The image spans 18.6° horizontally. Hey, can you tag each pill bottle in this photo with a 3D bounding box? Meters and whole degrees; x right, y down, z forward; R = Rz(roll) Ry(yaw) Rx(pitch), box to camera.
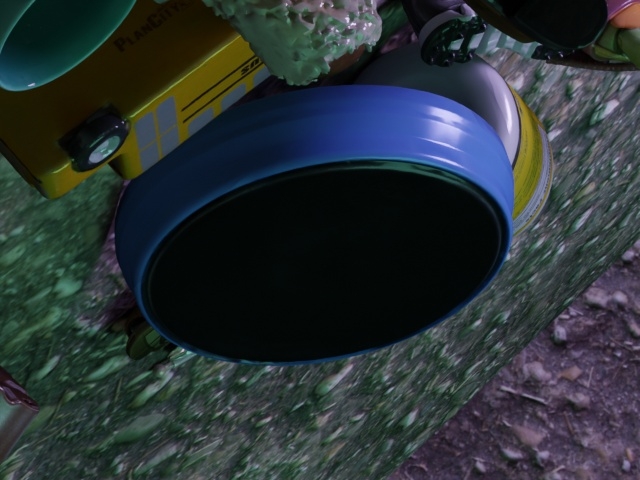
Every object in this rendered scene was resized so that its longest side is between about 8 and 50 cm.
[{"bbox_3d":[0.148,-0.090,2.108,0.188,0.188,0.334,-44,163,6],"label":"pill bottle"}]

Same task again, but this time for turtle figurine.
[{"bbox_3d":[0.362,-0.260,2.044,0.275,0.266,0.198,-43,157,5],"label":"turtle figurine"}]

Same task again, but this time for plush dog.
[{"bbox_3d":[-0.018,-0.275,1.377,0.225,0.210,0.262,-56,167,-27],"label":"plush dog"}]

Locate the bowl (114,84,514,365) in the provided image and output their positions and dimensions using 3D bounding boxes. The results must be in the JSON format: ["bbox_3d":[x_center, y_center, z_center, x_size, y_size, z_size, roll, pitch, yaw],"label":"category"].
[{"bbox_3d":[0.000,0.000,1.866,0.391,0.077,0.391,-8,148,-5],"label":"bowl"}]

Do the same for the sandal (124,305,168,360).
[{"bbox_3d":[-0.177,0.087,2.068,0.072,0.049,0.180,-38,178,4],"label":"sandal"}]

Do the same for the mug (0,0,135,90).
[{"bbox_3d":[-0.189,-0.186,1.280,0.129,0.097,0.158,-27,159,-45],"label":"mug"}]

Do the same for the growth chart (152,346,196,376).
[{"bbox_3d":[-0.093,0.055,2.208,0.172,0.021,0.237,-29,158,-39],"label":"growth chart"}]

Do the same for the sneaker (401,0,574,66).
[{"bbox_3d":[0.178,-0.234,1.942,0.234,0.106,0.078,-8,141,-32],"label":"sneaker"}]

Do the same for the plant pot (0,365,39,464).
[{"bbox_3d":[-0.346,0.172,1.721,0.165,0.167,0.167,-49,163,-3],"label":"plant pot"}]

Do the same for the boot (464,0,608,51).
[{"bbox_3d":[0.126,-0.267,1.713,0.096,0.264,0.280,-57,-172,5],"label":"boot"}]

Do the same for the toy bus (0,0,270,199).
[{"bbox_3d":[-0.109,-0.158,1.518,0.333,0.108,0.130,-39,164,-14],"label":"toy bus"}]
